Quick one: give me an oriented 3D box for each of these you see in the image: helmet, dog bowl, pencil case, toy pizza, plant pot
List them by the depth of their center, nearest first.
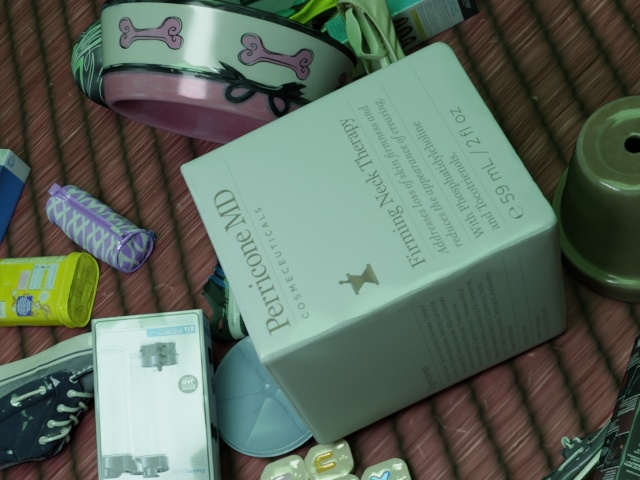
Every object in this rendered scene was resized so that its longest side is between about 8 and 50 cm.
[{"bbox_3d":[0.436,-0.076,1.438,0.263,0.229,0.263,-8,62,15],"label":"plant pot"},{"bbox_3d":[-0.071,0.227,1.589,0.201,0.032,0.201,-9,62,17],"label":"toy pizza"},{"bbox_3d":[-0.156,-0.249,1.667,0.408,0.408,0.150,9,85,24],"label":"dog bowl"},{"bbox_3d":[-0.375,-0.021,1.796,0.206,0.088,0.086,28,75,31],"label":"pencil case"},{"bbox_3d":[-0.362,-0.321,1.899,0.169,0.161,0.169,-9,62,16],"label":"helmet"}]

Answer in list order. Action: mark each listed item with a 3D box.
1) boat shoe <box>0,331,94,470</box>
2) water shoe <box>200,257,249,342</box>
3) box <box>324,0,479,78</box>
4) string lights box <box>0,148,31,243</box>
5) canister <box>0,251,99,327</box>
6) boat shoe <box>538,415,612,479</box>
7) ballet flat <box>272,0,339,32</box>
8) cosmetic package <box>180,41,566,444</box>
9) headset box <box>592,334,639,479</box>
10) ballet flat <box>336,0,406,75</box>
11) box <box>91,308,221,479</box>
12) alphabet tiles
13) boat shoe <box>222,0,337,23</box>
[{"bbox_3d":[-0.398,0.251,1.662,0.340,0.127,0.158,-20,72,13],"label":"boat shoe"},{"bbox_3d":[-0.155,0.062,1.680,0.080,0.073,0.203,-14,60,16],"label":"water shoe"},{"bbox_3d":[0.137,-0.372,1.775,0.244,0.100,0.060,-27,59,5],"label":"box"},{"bbox_3d":[-0.636,-0.039,1.909,0.133,0.077,0.260,6,67,24],"label":"string lights box"},{"bbox_3d":[-0.470,0.085,1.787,0.170,0.073,0.126,-3,63,21],"label":"canister"},{"bbox_3d":[0.332,0.283,1.384,0.206,0.075,0.065,-48,61,-2],"label":"boat shoe"},{"bbox_3d":[-0.036,-0.365,1.768,0.231,0.077,0.077,-38,24,-18],"label":"ballet flat"},{"bbox_3d":[0.083,0.014,1.446,0.393,0.327,0.329,-26,58,0],"label":"cosmetic package"},{"bbox_3d":[0.456,0.275,1.280,0.218,0.110,0.293,21,72,4],"label":"headset box"},{"bbox_3d":[0.094,-0.284,1.690,0.086,0.086,0.248,-23,95,8],"label":"ballet flat"},{"bbox_3d":[-0.235,0.254,1.537,0.169,0.087,0.290,-4,78,-1],"label":"box"},{"bbox_3d":[0.013,0.422,1.464,0.278,0.021,0.284,-23,59,8],"label":"alphabet tiles"},{"bbox_3d":[-0.096,-0.418,1.864,0.367,0.136,0.156,-25,11,-20],"label":"boat shoe"}]
